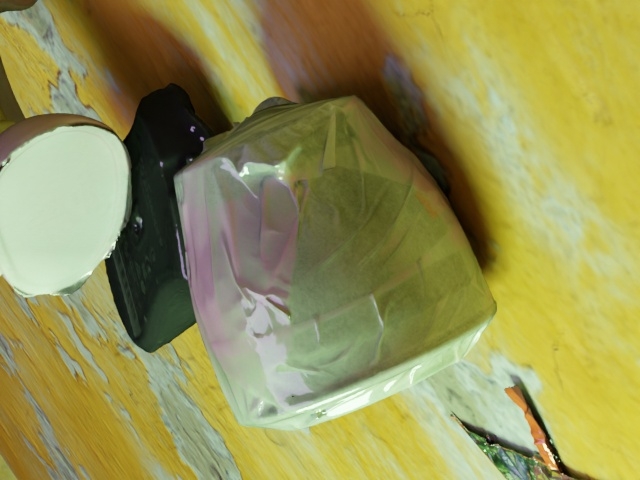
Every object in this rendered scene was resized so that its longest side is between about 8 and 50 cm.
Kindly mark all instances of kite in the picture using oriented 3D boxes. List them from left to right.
[{"bbox_3d":[0.153,0.166,1.246,0.232,0.009,0.189,16,137,61],"label":"kite"}]

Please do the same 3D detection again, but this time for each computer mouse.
[{"bbox_3d":[-0.096,-0.015,1.429,0.264,0.088,0.147,129,125,-69],"label":"computer mouse"}]

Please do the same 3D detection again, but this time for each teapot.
[{"bbox_3d":[0.011,-0.004,1.161,0.163,0.221,0.178,-20,95,30],"label":"teapot"}]

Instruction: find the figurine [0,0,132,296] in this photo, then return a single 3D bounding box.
[{"bbox_3d":[-0.276,-0.144,1.402,0.316,0.206,0.284,52,-170,29],"label":"figurine"}]
